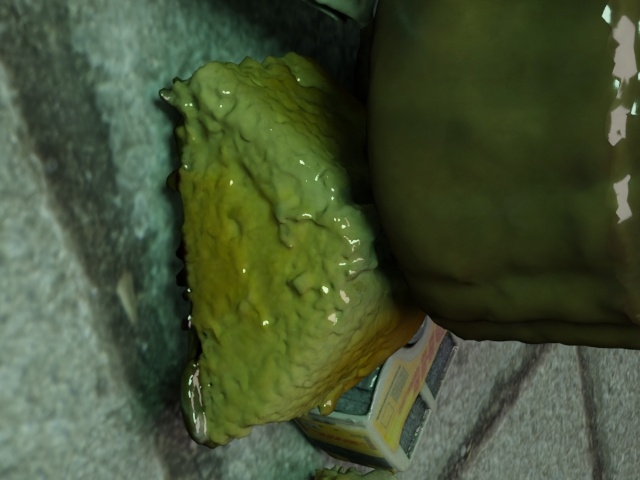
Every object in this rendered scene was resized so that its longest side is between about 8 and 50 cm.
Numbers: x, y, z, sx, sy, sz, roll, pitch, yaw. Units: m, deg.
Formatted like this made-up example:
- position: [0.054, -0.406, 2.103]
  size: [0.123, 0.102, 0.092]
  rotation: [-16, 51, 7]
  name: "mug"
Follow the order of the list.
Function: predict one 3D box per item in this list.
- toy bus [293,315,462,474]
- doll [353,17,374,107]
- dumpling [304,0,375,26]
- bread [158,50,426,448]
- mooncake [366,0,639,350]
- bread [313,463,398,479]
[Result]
- position: [0.086, 0.022, 1.019]
  size: [0.343, 0.097, 0.138]
  rotation: [-62, 141, -27]
  name: "toy bus"
- position: [0.079, -0.128, 0.950]
  size: [0.105, 0.115, 0.221]
  rotation: [13, 63, -36]
  name: "doll"
- position: [-0.041, -0.291, 0.700]
  size: [0.341, 0.181, 0.260]
  rotation: [20, 66, -38]
  name: "dumpling"
- position: [0.000, 0.000, 0.829]
  size: [0.204, 0.162, 0.262]
  rotation: [-19, 106, -61]
  name: "bread"
- position: [0.166, -0.088, 0.770]
  size: [0.324, 0.187, 0.324]
  rotation: [-8, 99, -63]
  name: "mooncake"
- position: [0.104, 0.277, 0.964]
  size: [0.274, 0.274, 0.149]
  rotation: [31, 76, -55]
  name: "bread"
